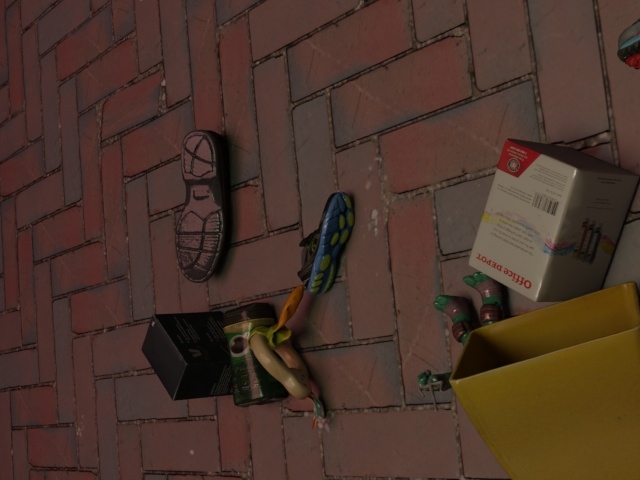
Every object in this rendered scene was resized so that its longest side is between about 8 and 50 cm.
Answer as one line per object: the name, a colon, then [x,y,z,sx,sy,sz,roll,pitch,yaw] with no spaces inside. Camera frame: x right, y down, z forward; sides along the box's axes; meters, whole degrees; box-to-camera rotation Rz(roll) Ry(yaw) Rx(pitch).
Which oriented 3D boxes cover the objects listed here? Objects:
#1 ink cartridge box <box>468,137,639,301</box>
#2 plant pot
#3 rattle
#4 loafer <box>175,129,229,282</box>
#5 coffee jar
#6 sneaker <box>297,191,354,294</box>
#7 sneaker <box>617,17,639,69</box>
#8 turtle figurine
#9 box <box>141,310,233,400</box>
ink cartridge box: [0.294,-0.024,1.261,0.128,0.127,0.176,34,114,48]
plant pot: [0.290,0.186,1.135,0.212,0.212,0.187,-19,95,18]
rattle: [-0.021,0.203,1.707,0.142,0.130,0.200,-39,65,-3]
loafer: [-0.220,-0.069,1.964,0.109,0.095,0.303,6,99,21]
coffee jar: [-0.123,0.208,1.817,0.096,0.079,0.184,-18,75,35]
sneaker: [0.000,0.000,1.680,0.078,0.067,0.188,39,122,38]
sneaker: [0.451,-0.286,1.117,0.262,0.104,0.125,-30,49,42]
turtle figurine: [0.220,0.169,1.362,0.175,0.118,0.234,-27,51,31]
box: [-0.235,0.219,1.900,0.156,0.158,0.093,47,125,42]
